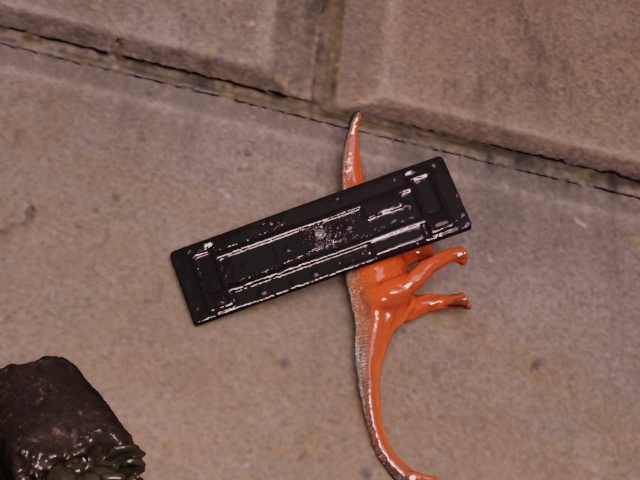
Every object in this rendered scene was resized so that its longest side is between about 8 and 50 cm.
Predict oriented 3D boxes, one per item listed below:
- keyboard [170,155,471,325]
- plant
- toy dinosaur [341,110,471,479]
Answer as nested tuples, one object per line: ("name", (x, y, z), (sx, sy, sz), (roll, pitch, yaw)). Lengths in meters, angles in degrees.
("keyboard", (0.000, 0.000, 1.124), (0.204, 0.013, 0.061), (-20, 64, -5))
("plant", (-0.154, 0.142, 0.984), (0.094, 0.092, 0.143), (-8, 55, -31))
("toy dinosaur", (0.056, 0.038, 1.138), (0.101, 0.055, 0.280), (-14, 63, -8))
